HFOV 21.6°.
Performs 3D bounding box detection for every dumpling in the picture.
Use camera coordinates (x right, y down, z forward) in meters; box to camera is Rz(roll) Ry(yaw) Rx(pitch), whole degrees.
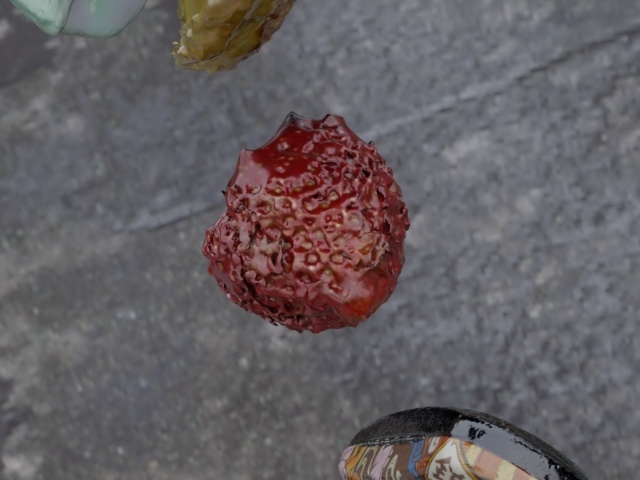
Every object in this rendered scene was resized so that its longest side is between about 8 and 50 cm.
[{"bbox_3d":[-0.158,-0.205,1.028,0.105,0.149,0.217,-11,33,-2],"label":"dumpling"}]

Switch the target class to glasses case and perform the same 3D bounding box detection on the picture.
[{"bbox_3d":[0.100,0.175,1.198,0.082,0.122,0.321,-56,7,-15],"label":"glasses case"}]

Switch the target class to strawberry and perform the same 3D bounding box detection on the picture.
[{"bbox_3d":[0.000,0.000,1.465,0.187,0.184,0.201,-28,40,-16],"label":"strawberry"}]

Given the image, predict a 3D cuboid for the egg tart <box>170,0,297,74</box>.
[{"bbox_3d":[-0.022,-0.337,1.414,0.443,0.178,0.443,-53,7,10],"label":"egg tart"}]
